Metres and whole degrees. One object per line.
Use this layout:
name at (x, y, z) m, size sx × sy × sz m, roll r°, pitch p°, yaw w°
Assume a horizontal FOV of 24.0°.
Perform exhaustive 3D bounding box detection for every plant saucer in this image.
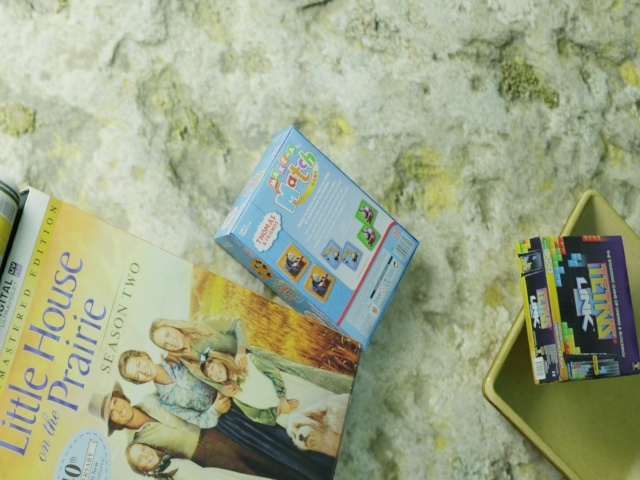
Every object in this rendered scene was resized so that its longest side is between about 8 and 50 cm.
plant saucer at (0.346, 0.164, 1.863) m, size 0.333 × 0.081 × 0.333 m, roll 45°, pitch 57°, yaw -20°

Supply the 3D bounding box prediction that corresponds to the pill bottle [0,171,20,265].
pill bottle at (-0.345, 0.022, 1.368) m, size 0.103 × 0.103 × 0.184 m, roll 26°, pitch 65°, yaw -30°

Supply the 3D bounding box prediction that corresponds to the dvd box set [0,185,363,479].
dvd box set at (-0.162, 0.168, 1.496) m, size 0.420 × 0.062 × 0.307 m, roll 28°, pitch 64°, yaw -29°

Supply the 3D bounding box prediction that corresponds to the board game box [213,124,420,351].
board game box at (0.000, 0.000, 1.669) m, size 0.211 × 0.039 × 0.160 m, roll 42°, pitch 58°, yaw -22°

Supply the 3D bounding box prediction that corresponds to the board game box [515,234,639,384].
board game box at (0.305, 0.080, 1.771) m, size 0.141 × 0.048 × 0.170 m, roll -2°, pitch 81°, yaw -36°
